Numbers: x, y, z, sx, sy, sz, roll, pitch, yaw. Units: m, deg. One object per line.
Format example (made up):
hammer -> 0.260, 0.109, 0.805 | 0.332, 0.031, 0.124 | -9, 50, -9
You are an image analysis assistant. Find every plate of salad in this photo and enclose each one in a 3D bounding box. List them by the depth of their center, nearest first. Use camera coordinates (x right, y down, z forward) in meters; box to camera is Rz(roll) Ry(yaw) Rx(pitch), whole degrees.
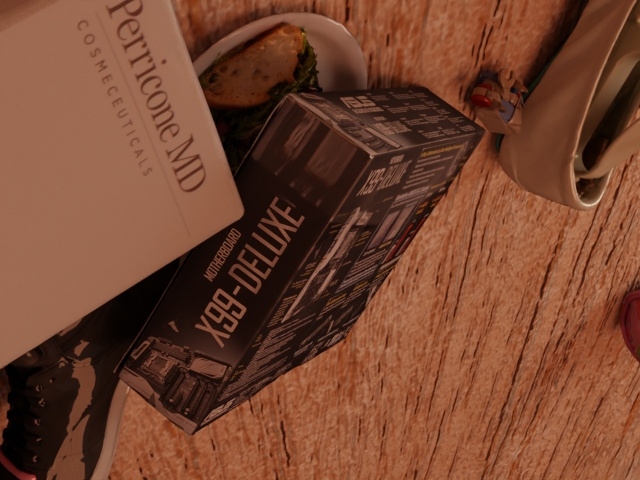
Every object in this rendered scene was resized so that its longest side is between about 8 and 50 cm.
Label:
plate of salad -> -0.040, -0.084, 0.867 | 0.200, 0.048, 0.200 | -26, 142, -23

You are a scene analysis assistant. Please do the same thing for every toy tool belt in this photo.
toy tool belt -> 0.162, -0.134, 1.014 | 0.083, 0.052, 0.051 | 38, 67, -57

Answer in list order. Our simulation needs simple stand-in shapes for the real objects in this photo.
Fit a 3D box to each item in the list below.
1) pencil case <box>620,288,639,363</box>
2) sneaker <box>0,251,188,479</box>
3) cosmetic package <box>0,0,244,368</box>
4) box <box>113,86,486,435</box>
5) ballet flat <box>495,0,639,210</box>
pencil case -> 0.549, 0.084, 1.542 | 0.284, 0.124, 0.124 | -18, 138, -28
sneaker -> -0.216, 0.104, 0.824 | 0.147, 0.105, 0.295 | 26, 88, -49
cosmetic package -> -0.289, -0.008, 0.614 | 0.453, 0.161, 0.230 | -34, 145, -13
box -> 0.000, 0.000, 0.870 | 0.242, 0.076, 0.307 | -57, 166, 20
ballet flat -> 0.301, -0.196, 1.002 | 0.139, 0.139, 0.400 | -2, 128, -43
